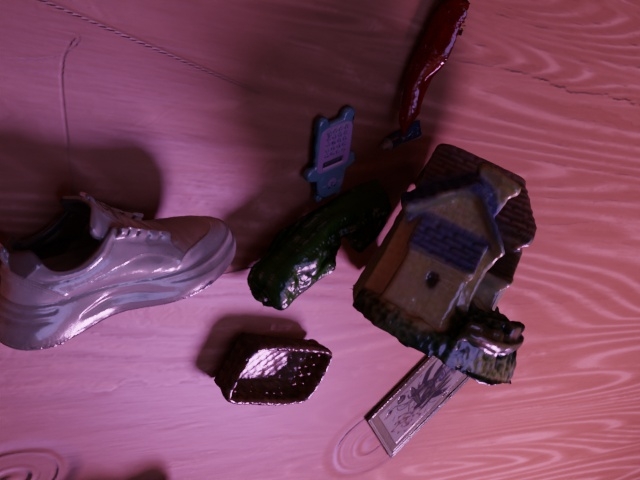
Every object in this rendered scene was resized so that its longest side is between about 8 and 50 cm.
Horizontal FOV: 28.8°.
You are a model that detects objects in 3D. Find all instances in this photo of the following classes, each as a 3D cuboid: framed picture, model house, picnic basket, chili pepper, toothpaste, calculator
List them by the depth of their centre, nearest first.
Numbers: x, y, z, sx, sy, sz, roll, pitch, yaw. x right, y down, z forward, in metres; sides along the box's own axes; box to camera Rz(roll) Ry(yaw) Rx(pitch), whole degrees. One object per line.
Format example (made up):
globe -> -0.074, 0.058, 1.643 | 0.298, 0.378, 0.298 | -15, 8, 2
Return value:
calculator -> 0.014, -0.115, 1.705 | 0.094, 0.019, 0.141 | -26, 138, -35
chili pepper -> 0.159, -0.265, 1.712 | 0.051, 0.059, 0.268 | 22, 111, -14
chili pepper -> 0.000, 0.001, 1.743 | 0.253, 0.083, 0.099 | -37, 144, -27
model house -> 0.209, 0.023, 1.765 | 0.266, 0.261, 0.321 | -64, 179, 8
toothpaste -> 0.117, -0.148, 1.791 | 0.083, 0.019, 0.027 | -29, 122, -34
picnic basket -> -0.071, 0.189, 1.849 | 0.193, 0.055, 0.110 | 10, 114, -52
framed picture -> 0.185, 0.280, 2.254 | 0.231, 0.010, 0.173 | -44, 144, -10

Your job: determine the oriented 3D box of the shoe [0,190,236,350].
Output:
shoe -> -0.244, 0.002, 1.442 | 0.316, 0.124, 0.159 | -27, 131, -30
